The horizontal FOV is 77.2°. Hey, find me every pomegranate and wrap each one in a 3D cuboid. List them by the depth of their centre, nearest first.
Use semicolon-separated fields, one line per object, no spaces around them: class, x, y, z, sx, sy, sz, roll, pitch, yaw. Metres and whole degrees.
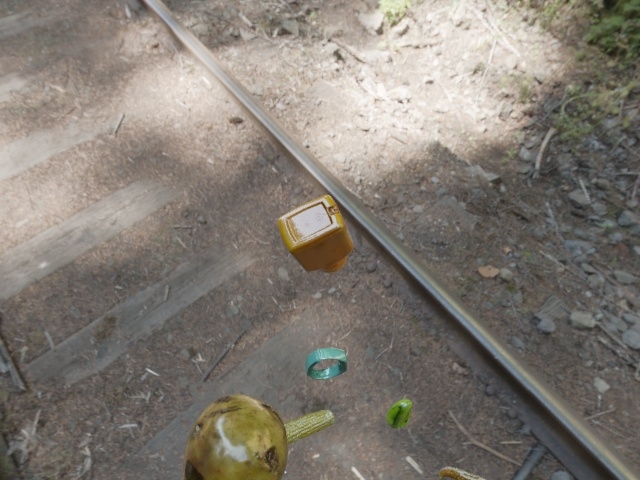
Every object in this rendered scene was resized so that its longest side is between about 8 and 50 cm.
pomegranate;-0.210;0.534;1.012;0.280;0.281;0.282;2;60;-4

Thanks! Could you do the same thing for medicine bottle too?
medicine bottle;0.000;-0.001;1.014;0.149;0.222;0.112;-25;63;3

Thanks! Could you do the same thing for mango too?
mango;0.316;0.679;1.588;0.091;0.165;0.074;3;34;-22

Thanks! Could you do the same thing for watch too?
watch;0.026;0.555;1.813;0.194;0.237;0.068;-8;51;-4

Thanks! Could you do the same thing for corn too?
corn;-0.083;0.734;1.561;0.288;0.087;0.087;-14;62;-17

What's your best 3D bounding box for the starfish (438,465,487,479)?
starfish;0.271;0.398;0.552;0.240;0.228;0.043;32;26;15
